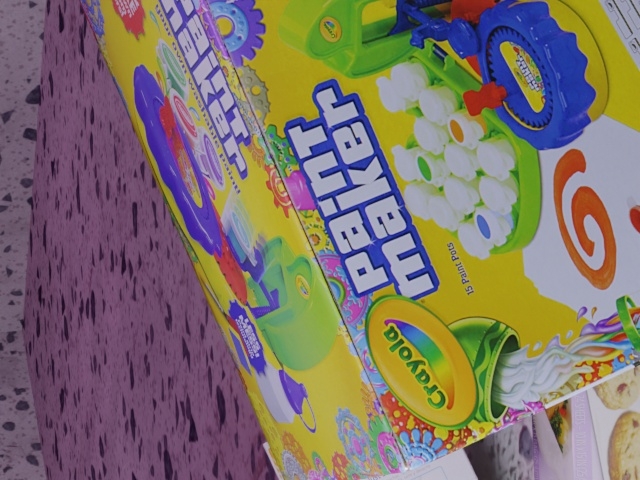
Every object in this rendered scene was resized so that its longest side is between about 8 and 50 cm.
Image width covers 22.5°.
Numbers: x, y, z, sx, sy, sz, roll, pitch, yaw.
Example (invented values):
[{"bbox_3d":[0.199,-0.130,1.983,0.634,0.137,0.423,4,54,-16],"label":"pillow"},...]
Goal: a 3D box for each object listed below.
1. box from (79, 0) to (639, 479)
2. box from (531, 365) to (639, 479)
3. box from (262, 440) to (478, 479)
[{"bbox_3d":[0.071,-0.074,0.748,0.290,0.279,0.177,67,160,4],"label":"box"},{"bbox_3d":[0.161,0.008,0.955,0.063,0.067,0.324,177,92,-74],"label":"box"},{"bbox_3d":[0.055,0.206,1.160,0.203,0.103,0.114,65,158,8],"label":"box"}]
